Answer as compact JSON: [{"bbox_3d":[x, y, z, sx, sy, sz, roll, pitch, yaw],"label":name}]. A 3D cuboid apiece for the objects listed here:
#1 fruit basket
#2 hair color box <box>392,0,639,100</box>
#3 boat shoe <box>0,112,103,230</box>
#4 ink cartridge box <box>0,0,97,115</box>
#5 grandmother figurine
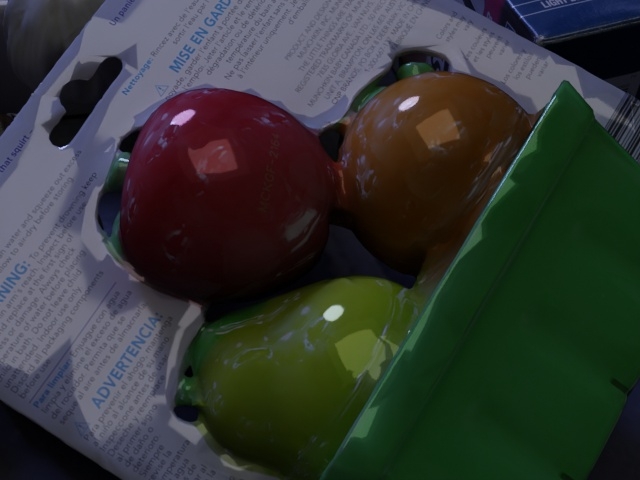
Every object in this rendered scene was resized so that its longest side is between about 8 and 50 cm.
[{"bbox_3d":[0.000,0.000,0.528,0.353,0.165,0.327,29,73,12],"label":"fruit basket"},{"bbox_3d":[0.113,-0.196,0.748,0.105,0.174,0.347,-14,51,-14],"label":"hair color box"},{"bbox_3d":[-0.176,-0.001,0.617,0.095,0.095,0.257,-12,55,-43],"label":"boat shoe"},{"bbox_3d":[-0.194,-0.203,0.775,0.272,0.115,0.198,-5,50,-8],"label":"ink cartridge box"},{"bbox_3d":[-0.093,-0.221,0.664,0.207,0.104,0.342,4,49,33],"label":"grandmother figurine"}]
